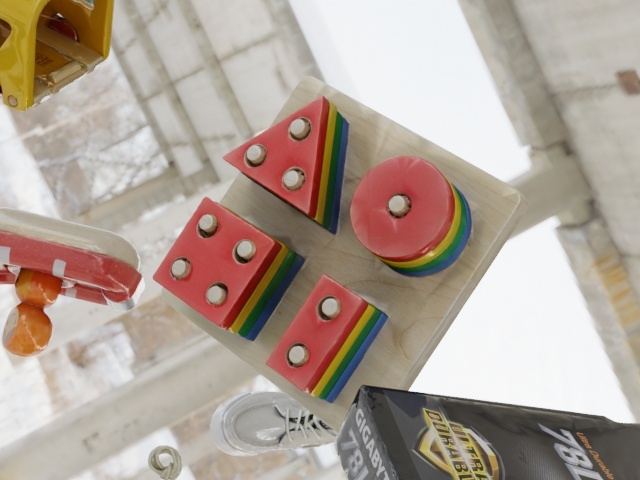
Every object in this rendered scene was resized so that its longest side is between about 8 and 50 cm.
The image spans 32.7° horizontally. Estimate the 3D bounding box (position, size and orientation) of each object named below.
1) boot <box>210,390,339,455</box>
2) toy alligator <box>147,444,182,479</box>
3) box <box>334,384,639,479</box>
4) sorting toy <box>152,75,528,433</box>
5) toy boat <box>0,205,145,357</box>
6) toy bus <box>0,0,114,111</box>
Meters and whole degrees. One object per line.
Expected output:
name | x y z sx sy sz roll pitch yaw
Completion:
boot | -0.027 0.255 1.575 0.123 0.258 0.095 -16 -100 43
toy alligator | -0.110 0.236 0.831 0.051 0.056 0.190 -128 -146 -75
box | 0.185 0.236 0.787 0.295 0.293 0.073 -114 -142 -54
sorting toy | 0.000 0.000 0.953 0.257 0.255 0.089 33 -1 30
toy boat | -0.319 0.056 1.218 0.151 0.231 0.151 106 -4 -74
toy bus | -0.235 -0.175 0.725 0.191 0.202 0.104 -113 -151 -43
